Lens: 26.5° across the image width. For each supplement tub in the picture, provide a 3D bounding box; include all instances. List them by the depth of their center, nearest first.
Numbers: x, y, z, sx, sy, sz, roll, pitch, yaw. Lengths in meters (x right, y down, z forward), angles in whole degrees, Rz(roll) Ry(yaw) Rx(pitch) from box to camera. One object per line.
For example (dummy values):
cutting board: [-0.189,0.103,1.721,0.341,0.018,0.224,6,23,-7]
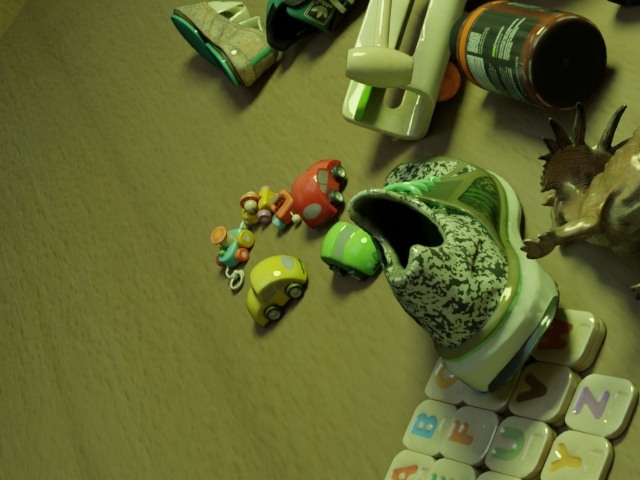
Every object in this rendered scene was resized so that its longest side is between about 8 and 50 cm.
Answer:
supplement tub: [0.220,-0.209,1.500,0.106,0.106,0.198,-57,29,0]

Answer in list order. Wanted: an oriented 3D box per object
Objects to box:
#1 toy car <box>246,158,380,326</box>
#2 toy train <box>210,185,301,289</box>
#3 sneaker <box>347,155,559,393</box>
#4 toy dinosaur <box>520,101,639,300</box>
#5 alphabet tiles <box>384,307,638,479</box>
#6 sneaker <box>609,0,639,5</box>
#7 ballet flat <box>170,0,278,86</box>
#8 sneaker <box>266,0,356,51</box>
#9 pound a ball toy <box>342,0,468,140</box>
toy car: [0.000,0.000,1.674,0.225,0.053,0.239,9,71,58]
toy train: [-0.093,-0.020,1.843,0.166,0.046,0.125,-51,30,11]
sneaker: [0.109,-0.018,1.387,0.158,0.182,0.410,-48,22,11]
toy dinosaur: [0.299,-0.061,1.234,0.296,0.127,0.200,-24,36,36]
alphabet tiles: [0.167,0.191,1.282,0.278,0.021,0.284,5,66,58]
sneaker: [0.369,-0.311,1.402,0.211,0.080,0.081,-7,59,52]
ballet flat: [-0.145,-0.329,2.186,0.106,0.107,0.316,-37,35,-5]
sneaker: [0.022,-0.369,1.957,0.302,0.108,0.121,-33,38,50]
pound a ball toy: [0.124,-0.267,1.634,0.208,0.136,0.319,101,-174,-65]
